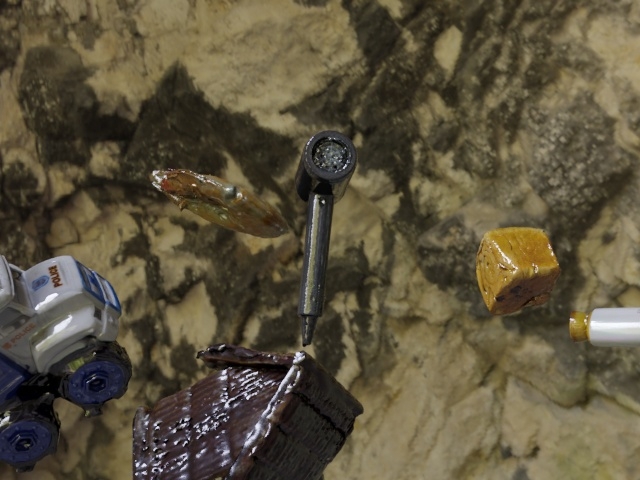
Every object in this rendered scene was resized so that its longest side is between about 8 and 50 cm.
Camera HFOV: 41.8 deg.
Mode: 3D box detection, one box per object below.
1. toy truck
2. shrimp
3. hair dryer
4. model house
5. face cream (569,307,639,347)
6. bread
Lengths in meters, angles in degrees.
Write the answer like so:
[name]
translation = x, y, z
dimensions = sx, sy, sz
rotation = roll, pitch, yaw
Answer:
[toy truck]
translation = -0.308, 0.102, 0.828
dimensions = 0.213, 0.161, 0.177
rotation = -40, -47, 0
[shrimp]
translation = -0.165, -0.067, 1.210
dimensions = 0.154, 0.294, 0.062
rotation = 39, -108, -45
[hair dryer]
translation = 0.000, 0.000, 1.015
dimensions = 0.070, 0.255, 0.128
rotation = 5, -14, -5
[model house]
translation = -0.068, 0.290, 1.105
dimensions = 0.283, 0.297, 0.317
rotation = -31, -45, 4
[face cream]
translation = 0.439, 0.120, 1.156
dimensions = 0.182, 0.072, 0.051
rotation = -3, -71, 31
[bread]
translation = 0.436, 0.065, 1.866
dimensions = 0.143, 0.158, 0.149
rotation = -6, -47, -9
